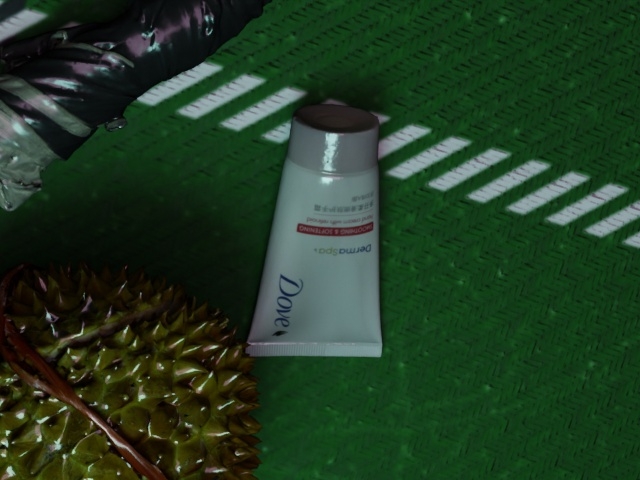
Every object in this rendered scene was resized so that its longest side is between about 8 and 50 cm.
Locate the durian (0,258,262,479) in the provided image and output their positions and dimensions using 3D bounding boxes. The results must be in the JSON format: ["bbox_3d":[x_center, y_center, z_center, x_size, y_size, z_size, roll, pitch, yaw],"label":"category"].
[{"bbox_3d":[-0.222,0.181,1.725,0.384,0.347,0.347,-33,109,31],"label":"durian"}]

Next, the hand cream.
[{"bbox_3d":[0.000,0.000,1.841,0.133,0.083,0.248,0,112,-8],"label":"hand cream"}]

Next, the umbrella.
[{"bbox_3d":[-0.178,-0.162,1.767,0.357,0.106,0.113,-34,116,-9],"label":"umbrella"}]
